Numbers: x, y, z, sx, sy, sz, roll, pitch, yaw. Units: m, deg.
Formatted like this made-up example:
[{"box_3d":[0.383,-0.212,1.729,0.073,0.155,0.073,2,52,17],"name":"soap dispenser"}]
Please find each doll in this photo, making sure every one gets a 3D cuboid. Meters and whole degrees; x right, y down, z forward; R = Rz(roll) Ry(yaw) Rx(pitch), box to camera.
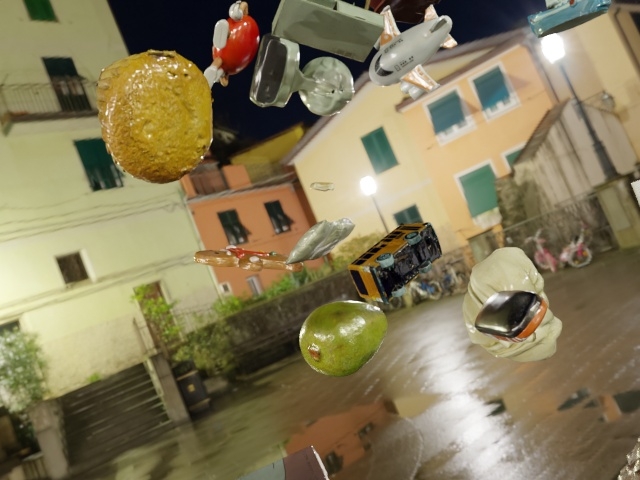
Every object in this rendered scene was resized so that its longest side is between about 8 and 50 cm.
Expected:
[{"box_3d":[-0.188,-0.420,1.253,0.183,0.085,0.217,-66,-4,36],"name":"doll"}]

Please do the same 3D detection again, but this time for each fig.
[{"box_3d":[0.091,0.323,2.050,0.326,0.258,0.258,-23,-4,-30],"name":"fig"}]

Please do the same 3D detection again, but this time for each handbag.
[{"box_3d":[0.320,-0.854,2.009,0.275,0.084,0.260,-13,-18,-38],"name":"handbag"}]

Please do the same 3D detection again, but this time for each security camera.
[{"box_3d":[-0.040,-0.436,1.600,0.277,0.197,0.191,12,17,-11],"name":"security camera"}]

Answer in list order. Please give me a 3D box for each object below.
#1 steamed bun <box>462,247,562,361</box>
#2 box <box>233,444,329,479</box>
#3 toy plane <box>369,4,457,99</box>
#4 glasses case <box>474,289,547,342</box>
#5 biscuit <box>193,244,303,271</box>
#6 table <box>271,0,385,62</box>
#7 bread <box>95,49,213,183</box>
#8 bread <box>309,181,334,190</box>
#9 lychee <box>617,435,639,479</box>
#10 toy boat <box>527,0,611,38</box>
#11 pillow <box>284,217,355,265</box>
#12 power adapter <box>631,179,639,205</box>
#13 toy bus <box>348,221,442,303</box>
[{"box_3d":[0.509,0.192,1.632,0.203,0.289,0.276,-19,34,-13],"name":"steamed bun"},{"box_3d":[-0.071,0.523,1.128,0.215,0.086,0.215,-22,19,-10],"name":"box"},{"box_3d":[0.225,-0.481,1.491,0.244,0.245,0.117,-25,0,23],"name":"toy plane"},{"box_3d":[0.388,0.155,1.220,0.103,0.067,0.267,-53,-2,-5],"name":"glasses case"},{"box_3d":[-0.210,0.052,1.720,0.324,0.049,0.205,3,8,-27],"name":"biscuit"},{"box_3d":[0.018,-0.532,1.392,0.240,0.111,0.121,11,-29,-19],"name":"table"},{"box_3d":[-0.298,-0.219,1.055,0.139,0.240,0.240,14,18,33],"name":"bread"},{"box_3d":[0.007,-0.197,2.157,0.083,0.035,0.070,2,4,-20],"name":"bread"},{"box_3d":[0.631,0.416,0.851,0.380,0.380,0.432,-16,-32,-53],"name":"lychee"},{"box_3d":[0.512,-0.498,1.236,0.088,0.102,0.215,-11,4,-18],"name":"toy boat"},{"box_3d":[0.000,0.000,1.488,0.148,0.050,0.229,-51,-16,14],"name":"pillow"},{"box_3d":[0.675,-0.037,1.055,0.130,0.205,0.125,-18,-6,-16],"name":"power adapter"},{"box_3d":[0.168,0.045,1.311,0.201,0.098,0.114,-36,23,-30],"name":"toy bus"}]
